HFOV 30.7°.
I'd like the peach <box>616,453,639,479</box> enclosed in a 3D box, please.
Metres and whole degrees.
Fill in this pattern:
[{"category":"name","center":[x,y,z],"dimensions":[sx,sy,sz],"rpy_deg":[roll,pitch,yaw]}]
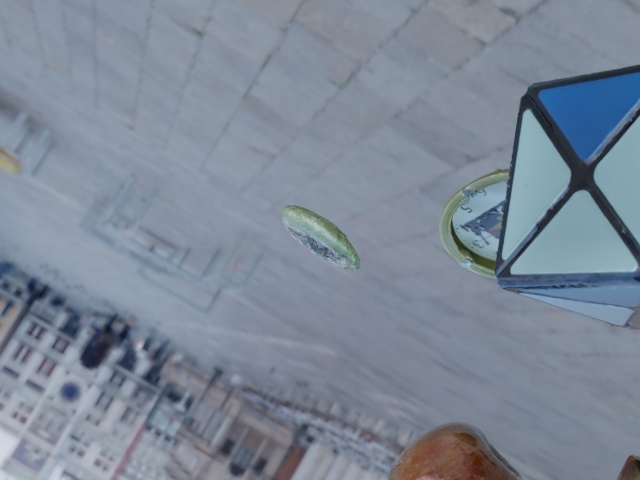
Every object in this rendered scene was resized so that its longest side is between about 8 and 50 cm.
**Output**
[{"category":"peach","center":[0.471,0.408,1.304],"dimensions":[0.306,0.380,0.242],"rpy_deg":[-19,168,19]}]

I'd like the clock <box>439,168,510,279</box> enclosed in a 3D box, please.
[{"category":"clock","center":[0.288,-0.031,1.686],"dimensions":[0.237,0.057,0.237],"rpy_deg":[4,138,3]}]

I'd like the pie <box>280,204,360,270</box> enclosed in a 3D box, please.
[{"category":"pie","center":[0.001,0.001,0.982],"dimensions":[0.084,0.021,0.084],"rpy_deg":[36,168,9]}]

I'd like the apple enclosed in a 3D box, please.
[{"category":"apple","center":[0.185,0.352,1.611],"dimensions":[0.188,0.174,0.188],"rpy_deg":[48,-173,-8]}]

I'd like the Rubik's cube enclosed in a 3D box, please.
[{"category":"Rubik's cube","center":[0.369,-0.042,1.295],"dimensions":[0.248,0.246,0.250],"rpy_deg":[18,167,-33]}]
